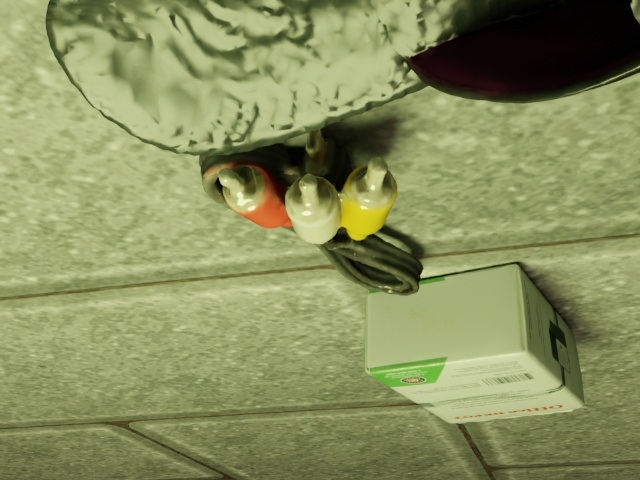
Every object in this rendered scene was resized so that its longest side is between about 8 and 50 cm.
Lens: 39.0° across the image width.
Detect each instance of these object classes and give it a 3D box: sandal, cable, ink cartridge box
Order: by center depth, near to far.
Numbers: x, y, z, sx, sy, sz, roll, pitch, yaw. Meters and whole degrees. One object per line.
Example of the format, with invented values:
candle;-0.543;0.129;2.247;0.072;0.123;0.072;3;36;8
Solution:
sandal;0.074;-0.108;0.337;0.445;0.107;0.167;-19;135;32
cable;0.000;0.000;0.663;0.139;0.072;0.287;1;156;13
ink cartridge box;0.154;0.109;0.878;0.153;0.087;0.208;-12;152;25
